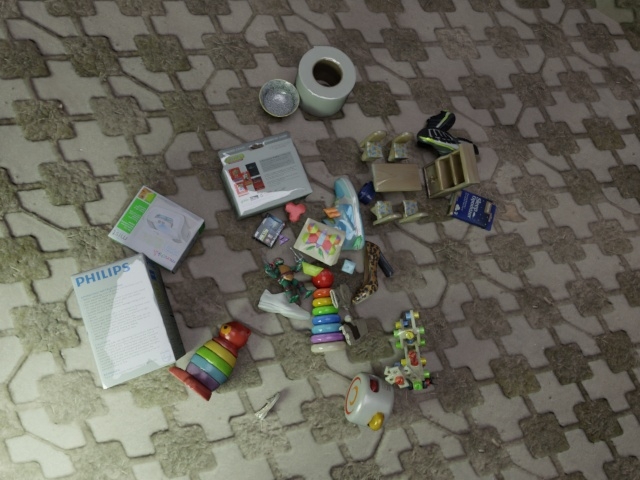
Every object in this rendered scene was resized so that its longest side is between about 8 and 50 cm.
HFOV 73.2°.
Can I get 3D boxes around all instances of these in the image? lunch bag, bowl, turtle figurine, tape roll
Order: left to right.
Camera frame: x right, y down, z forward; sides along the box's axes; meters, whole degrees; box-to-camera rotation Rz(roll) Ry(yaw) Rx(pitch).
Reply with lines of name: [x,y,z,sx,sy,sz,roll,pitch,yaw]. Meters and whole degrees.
bowl: [-0.180,-0.595,1.851,0.170,0.080,0.169,2,80,-11]
turtle figurine: [-0.131,0.131,1.712,0.175,0.118,0.234,-22,67,-24]
tape roll: [0.015,-0.680,1.859,0.247,0.169,0.245,2,79,-10]
lunch bag: [0.205,-0.212,1.865,0.065,0.067,0.098,39,72,-3]

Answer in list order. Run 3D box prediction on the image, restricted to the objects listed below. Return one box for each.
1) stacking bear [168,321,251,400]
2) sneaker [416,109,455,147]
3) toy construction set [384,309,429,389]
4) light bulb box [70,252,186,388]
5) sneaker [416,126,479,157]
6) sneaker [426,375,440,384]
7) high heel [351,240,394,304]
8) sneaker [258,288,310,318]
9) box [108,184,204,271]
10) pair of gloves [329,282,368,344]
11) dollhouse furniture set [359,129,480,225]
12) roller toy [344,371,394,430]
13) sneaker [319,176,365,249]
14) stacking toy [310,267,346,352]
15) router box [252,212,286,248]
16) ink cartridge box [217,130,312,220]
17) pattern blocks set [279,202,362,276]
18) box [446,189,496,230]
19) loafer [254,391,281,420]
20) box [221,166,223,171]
stacking bear: [-0.380,0.425,1.594,0.289,0.176,0.164,-52,133,-25]
sneaker: [0.518,-0.517,1.991,0.235,0.084,0.097,-39,55,-11]
toy construction set: [0.349,0.450,1.674,0.151,0.327,0.214,0,122,21]
light bulb box: [-0.631,0.268,1.465,0.226,0.358,0.360,-18,83,-16]
sneaker: [0.553,-0.407,1.920,0.300,0.121,0.111,17,45,-17]
sneaker: [0.393,0.554,1.754,0.170,0.089,0.051,15,77,-8]
high heel: [0.174,0.129,1.778,0.261,0.093,0.186,-39,95,-31]
sneaker: [-0.134,0.252,1.716,0.213,0.080,0.094,18,65,-6]
box: [-0.615,-0.036,1.644,0.262,0.127,0.231,31,74,-5]
pair of gloves: [0.108,0.292,1.708,0.042,0.204,0.239,-21,88,25]
dollhouse furniture set: [0.408,-0.274,1.780,0.395,0.256,0.361,-4,80,-24]
roller toy: [0.192,0.613,1.648,0.147,0.209,0.191,22,71,-8]
sneaker: [0.055,-0.103,1.787,0.209,0.127,0.318,-10,81,-14]
stacking toy: [0.016,0.273,1.715,0.141,0.141,0.329,-4,76,-12]
router box: [-0.210,-0.040,1.767,0.092,0.038,0.122,30,76,-4]
ink cartridge box: [-0.230,-0.260,1.737,0.310,0.130,0.271,-20,89,-18]
pattern blocks set: [0.000,0.000,1.694,0.325,0.026,0.285,11,81,-4]
box: [0.699,-0.142,1.967,0.226,0.036,0.136,20,77,-8]
loafer: [-0.202,0.628,1.649,0.039,0.045,0.125,37,78,4]
box: [-0.335,-0.319,1.798,0.094,0.027,0.137,34,76,-3]
